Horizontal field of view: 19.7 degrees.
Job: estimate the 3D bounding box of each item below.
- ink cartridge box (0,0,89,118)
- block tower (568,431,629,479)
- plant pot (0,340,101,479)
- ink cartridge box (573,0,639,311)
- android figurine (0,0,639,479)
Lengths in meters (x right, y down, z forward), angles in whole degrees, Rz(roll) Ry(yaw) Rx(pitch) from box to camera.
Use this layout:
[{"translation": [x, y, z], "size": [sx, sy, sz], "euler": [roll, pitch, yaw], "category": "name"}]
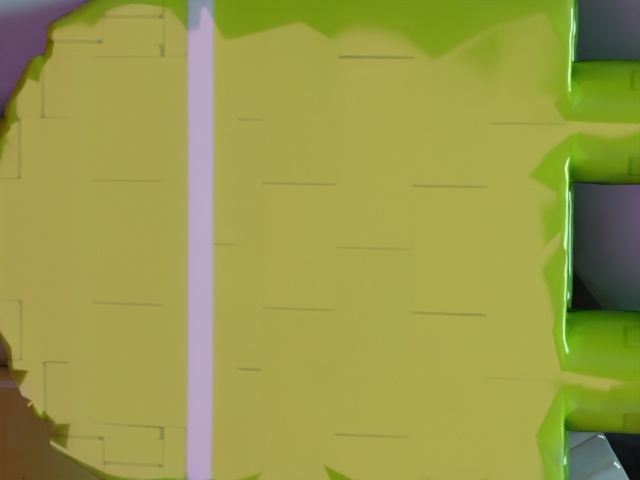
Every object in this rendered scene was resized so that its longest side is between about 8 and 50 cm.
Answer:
[{"translation": [-0.153, -0.154, 0.762], "size": [0.207, 0.117, 0.283], "euler": [-50, 47, 4], "category": "ink cartridge box"}, {"translation": [0.081, 0.102, 0.776], "size": [0.097, 0.091, 0.335], "euler": [-29, 118, 3], "category": "block tower"}, {"translation": [-0.146, 0.056, 0.850], "size": [0.254, 0.254, 0.239], "euler": [-13, 67, 30], "category": "plant pot"}, {"translation": [0.211, -0.060, 0.664], "size": [0.233, 0.171, 0.168], "euler": [-45, 68, 32], "category": "ink cartridge box"}, {"translation": [0.000, 0.000, 0.626], "size": [0.272, 0.056, 0.248], "euler": [0, 95, 12], "category": "android figurine"}]
